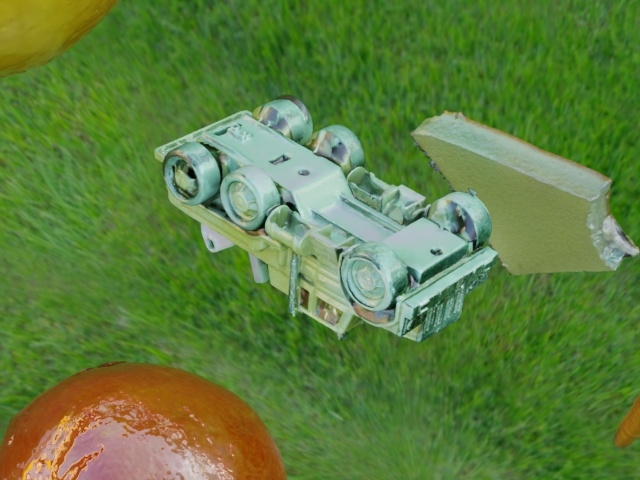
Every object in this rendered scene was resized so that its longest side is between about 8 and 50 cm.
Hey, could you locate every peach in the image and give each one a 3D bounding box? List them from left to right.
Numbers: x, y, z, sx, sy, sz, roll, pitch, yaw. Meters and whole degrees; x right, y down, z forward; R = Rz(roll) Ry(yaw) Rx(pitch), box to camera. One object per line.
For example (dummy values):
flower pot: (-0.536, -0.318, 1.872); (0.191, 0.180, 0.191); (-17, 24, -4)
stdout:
peach: (-0.209, 0.311, 1.523); (0.373, 0.290, 0.372); (-10, 69, 26)

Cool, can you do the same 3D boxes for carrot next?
carrot: (0.408, 0.201, 1.632); (0.061, 0.256, 0.061); (2, 60, -4)

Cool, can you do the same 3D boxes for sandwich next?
sandwich: (0.255, -0.064, 1.613); (0.245, 0.212, 0.063); (51, 59, -24)

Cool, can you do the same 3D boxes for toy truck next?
toy truck: (0.002, -0.001, 1.016); (0.260, 0.135, 0.128); (27, 40, 34)

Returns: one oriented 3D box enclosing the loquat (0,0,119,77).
loquat: (-0.218, -0.237, 0.619); (0.329, 0.328, 0.359); (16, 100, 8)
